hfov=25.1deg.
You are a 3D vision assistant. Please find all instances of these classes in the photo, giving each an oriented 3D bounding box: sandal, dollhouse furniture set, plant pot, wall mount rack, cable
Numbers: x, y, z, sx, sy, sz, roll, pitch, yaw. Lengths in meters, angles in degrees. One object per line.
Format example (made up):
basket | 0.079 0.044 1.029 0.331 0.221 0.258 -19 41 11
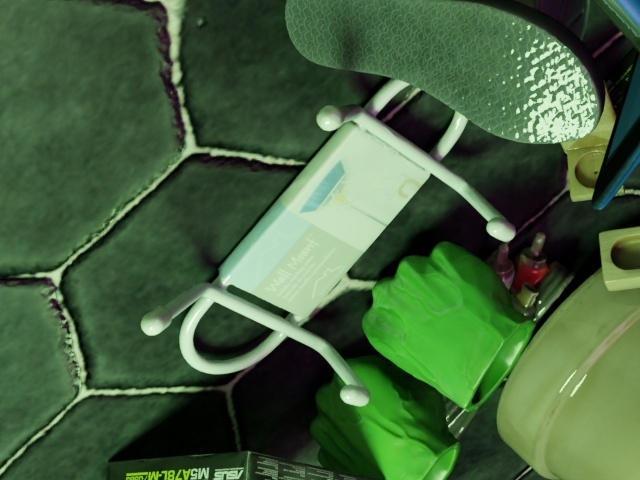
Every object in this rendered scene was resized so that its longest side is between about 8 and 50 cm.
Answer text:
sandal | 0.093 -0.147 1.034 0.054 0.254 0.097 -39 144 -44
dollhouse furniture set | 0.280 -0.051 1.264 0.144 0.151 0.123 -8 156 18
plant pot | 0.393 0.193 1.503 0.323 0.280 0.323 -28 146 -21
wall mount rack | 0.000 0.000 1.175 0.350 0.130 0.304 -50 139 11
cable | 0.170 0.103 1.480 0.139 0.072 0.287 -29 155 -38

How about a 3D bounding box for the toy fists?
toy fists | 0.088 0.130 1.358 0.096 0.142 0.279 -17 140 -54

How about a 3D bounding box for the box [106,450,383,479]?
box | -0.069 0.231 1.321 0.191 0.184 0.045 22 67 -46

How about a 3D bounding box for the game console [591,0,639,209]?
game console | 0.234 -0.218 1.101 0.250 0.293 0.173 41 143 -26

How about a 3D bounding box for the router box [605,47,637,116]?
router box | 0.325 -0.153 1.348 0.122 0.038 0.092 -49 138 12

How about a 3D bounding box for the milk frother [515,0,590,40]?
milk frother | 0.114 -0.209 1.061 0.143 0.135 0.129 28 74 -53
